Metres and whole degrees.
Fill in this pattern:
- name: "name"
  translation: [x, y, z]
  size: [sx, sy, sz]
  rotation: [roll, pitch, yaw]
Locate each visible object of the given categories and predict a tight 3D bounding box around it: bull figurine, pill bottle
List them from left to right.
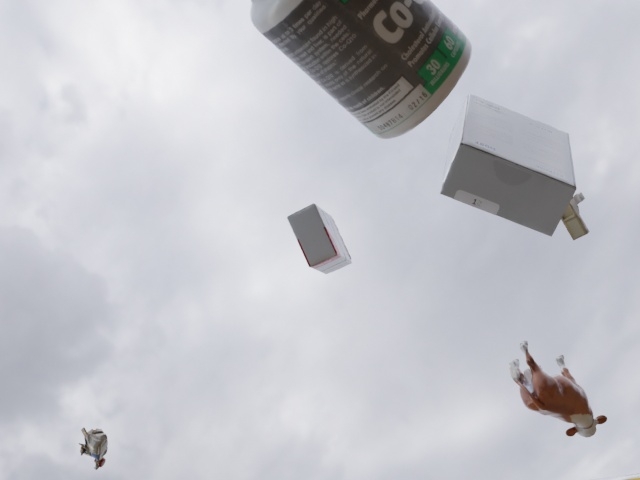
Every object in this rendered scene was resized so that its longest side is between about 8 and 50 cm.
- name: "pill bottle"
  translation: [0.029, -0.332, 1.369]
  size: [0.361, 0.204, 0.204]
  rotation: [39, -82, -19]
- name: "bull figurine"
  translation: [0.547, 0.352, 2.196]
  size: [0.101, 0.188, 0.310]
  rotation: [-39, -39, 19]

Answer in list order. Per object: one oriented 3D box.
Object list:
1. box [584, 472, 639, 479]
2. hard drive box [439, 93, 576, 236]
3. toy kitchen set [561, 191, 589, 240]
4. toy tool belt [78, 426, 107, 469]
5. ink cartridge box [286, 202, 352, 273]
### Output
- name: "box"
  translation: [0.339, 0.315, 0.988]
  size: [0.103, 0.114, 0.203]
  rotation: [33, -37, -28]
- name: "hard drive box"
  translation: [0.290, -0.123, 1.461]
  size: [0.181, 0.232, 0.089]
  rotation: [22, -62, 1]
- name: "toy kitchen set"
  translation: [0.501, -0.043, 1.900]
  size: [0.068, 0.075, 0.083]
  rotation: [-31, -1, 37]
- name: "toy tool belt"
  translation: [-0.428, 0.387, 1.774]
  size: [0.052, 0.051, 0.083]
  rotation: [-48, -23, -46]
- name: "ink cartridge box"
  translation: [0.000, 0.000, 1.632]
  size: [0.056, 0.099, 0.135]
  rotation: [-26, -13, 8]
